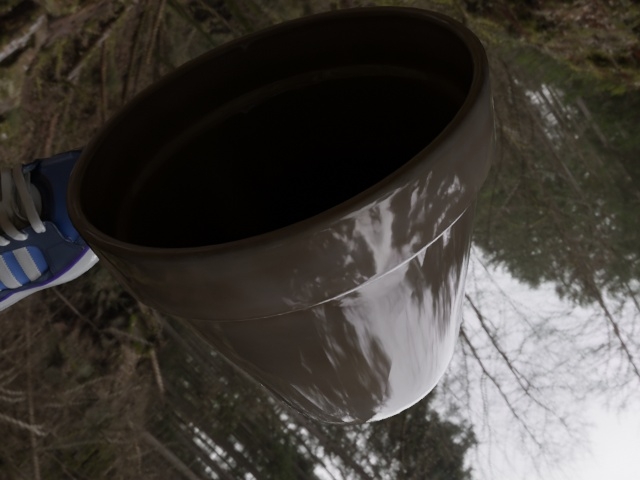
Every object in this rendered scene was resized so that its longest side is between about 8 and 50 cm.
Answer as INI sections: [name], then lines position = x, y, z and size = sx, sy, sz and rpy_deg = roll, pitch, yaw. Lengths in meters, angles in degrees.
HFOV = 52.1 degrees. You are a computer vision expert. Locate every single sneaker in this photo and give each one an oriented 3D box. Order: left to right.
[sneaker]
position = -0.379, -0.013, 0.675
size = 0.323, 0.130, 0.236
rpy_deg = -30, 159, 21

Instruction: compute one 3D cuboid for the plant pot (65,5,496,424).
[plant pot]
position = 0.000, 0.000, 0.566
size = 0.323, 0.280, 0.323
rpy_deg = -13, -141, 11
